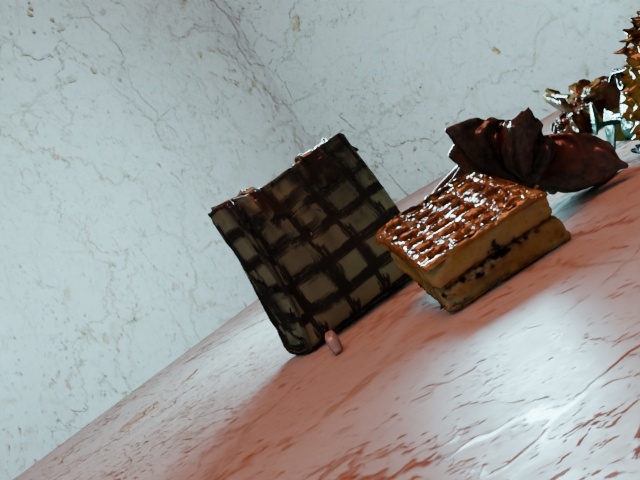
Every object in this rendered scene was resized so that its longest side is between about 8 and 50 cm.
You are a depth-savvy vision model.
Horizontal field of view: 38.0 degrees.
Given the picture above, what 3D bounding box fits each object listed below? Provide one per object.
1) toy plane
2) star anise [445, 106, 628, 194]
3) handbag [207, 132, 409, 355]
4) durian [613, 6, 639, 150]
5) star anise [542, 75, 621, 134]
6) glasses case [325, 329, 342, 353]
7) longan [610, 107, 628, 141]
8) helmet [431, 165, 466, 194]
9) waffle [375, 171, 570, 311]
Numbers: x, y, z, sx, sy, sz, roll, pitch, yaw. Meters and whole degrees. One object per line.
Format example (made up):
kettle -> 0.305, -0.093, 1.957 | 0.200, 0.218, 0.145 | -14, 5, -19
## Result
toy plane -> 0.508, -0.197, 1.467 | 0.106, 0.155, 0.382 | -8, 5, -2
star anise -> 0.352, -0.143, 1.542 | 0.315, 0.315, 0.108 | 157, 127, -73
handbag -> 0.000, 0.000, 1.774 | 0.325, 0.327, 0.162 | -35, 8, -23
durian -> 0.464, -0.188, 0.990 | 0.293, 0.258, 0.258 | -18, 10, 31
star anise -> 0.657, -0.338, 2.334 | 0.237, 0.148, 0.346 | -33, -8, 33
glasses case -> 0.022, 0.169, 1.549 | 0.021, 0.032, 0.083 | -35, 4, 1
longan -> 0.610, -0.231, 1.865 | 0.083, 0.075, 0.075 | 12, -18, -24
helmet -> 0.314, -0.099, 2.118 | 0.175, 0.106, 0.155 | -58, 0, 6
waffle -> 0.216, -0.009, 1.418 | 0.213, 0.091, 0.308 | -32, 13, -3
